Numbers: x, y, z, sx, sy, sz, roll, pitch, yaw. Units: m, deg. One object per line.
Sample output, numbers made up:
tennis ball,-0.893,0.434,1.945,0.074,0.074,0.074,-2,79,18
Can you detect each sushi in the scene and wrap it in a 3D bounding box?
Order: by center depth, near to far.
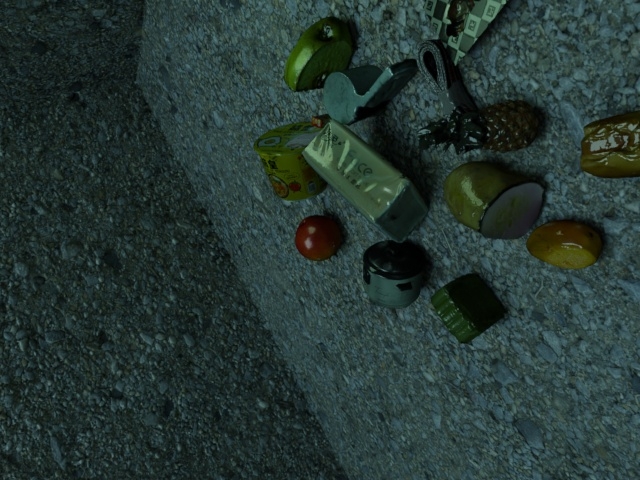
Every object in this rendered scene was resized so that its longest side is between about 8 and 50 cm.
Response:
sushi,0.420,-0.678,1.314,0.264,0.050,0.290,70,153,20

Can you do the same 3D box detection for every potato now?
potato,0.493,-0.134,1.454,0.266,0.229,0.230,-129,32,-50

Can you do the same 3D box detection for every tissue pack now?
tissue pack,0.171,-0.212,1.734,0.205,0.331,0.405,-49,63,8

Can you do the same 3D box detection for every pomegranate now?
pomegranate,0.000,0.000,2.249,0.220,0.221,0.257,18,151,50

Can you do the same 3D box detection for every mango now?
mango,0.682,0.009,1.347,0.141,0.102,0.217,48,155,-18

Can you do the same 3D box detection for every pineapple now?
pineapple,0.426,-0.307,1.320,0.141,0.309,0.170,83,179,-47

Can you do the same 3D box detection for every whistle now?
whistle,0.172,-0.516,1.673,0.404,0.168,0.189,15,123,52

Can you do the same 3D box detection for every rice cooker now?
rice cooker,0.286,0.121,1.869,0.281,0.241,0.227,-106,11,-52

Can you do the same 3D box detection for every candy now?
candy,0.028,-0.491,1.947,0.062,0.121,0.038,34,132,40

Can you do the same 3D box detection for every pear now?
pear,-0.015,-0.697,1.761,0.164,0.238,0.255,58,150,23

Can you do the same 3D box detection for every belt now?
belt,0.401,-0.445,1.455,0.126,0.094,0.360,-19,96,59

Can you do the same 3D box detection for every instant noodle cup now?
instant noodle cup,-0.109,-0.341,2.097,0.325,0.325,0.254,28,141,44

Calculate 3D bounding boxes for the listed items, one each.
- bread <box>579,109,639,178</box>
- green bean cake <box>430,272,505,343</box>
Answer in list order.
bread,0.748,-0.216,1.011,0.344,0.195,0.149,-2,104,59
green bean cake,0.507,0.228,1.642,0.200,0.214,0.113,55,141,16
